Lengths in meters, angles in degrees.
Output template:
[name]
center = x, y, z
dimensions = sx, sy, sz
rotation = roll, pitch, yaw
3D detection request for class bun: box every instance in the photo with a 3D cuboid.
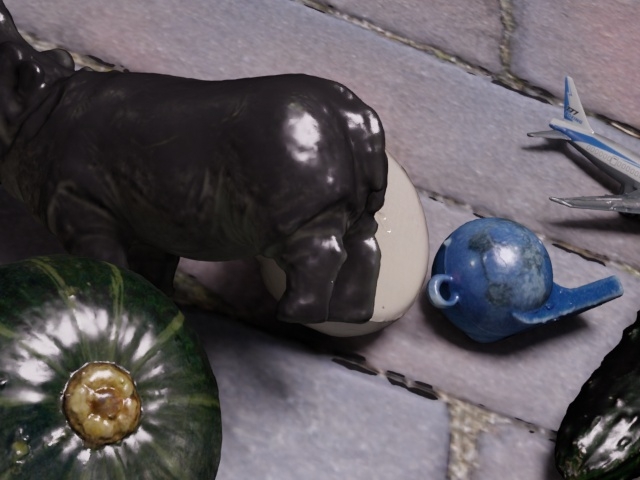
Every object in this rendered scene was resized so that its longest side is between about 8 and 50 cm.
[bun]
center = 0.000, 0.000, 0.934
dimensions = 0.138, 0.094, 0.138
rotation = 23, 57, -41

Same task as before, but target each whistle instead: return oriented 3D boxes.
[whistle]
center = 0.130, 0.023, 0.979
dimensions = 0.158, 0.090, 0.090
rotation = -14, 51, -40

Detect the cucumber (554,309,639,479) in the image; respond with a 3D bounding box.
[cucumber]
center = 0.236, 0.079, 0.975
dimensions = 0.081, 0.072, 0.303
rotation = -9, 21, 32

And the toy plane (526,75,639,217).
[toy plane]
center = 0.274, -0.046, 1.166
dimensions = 0.226, 0.058, 0.226
rotation = 42, 38, 17

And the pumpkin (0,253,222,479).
[pumpkin]
center = -0.131, 0.087, 0.710
dimensions = 0.167, 0.167, 0.125
rotation = -2, 0, -31

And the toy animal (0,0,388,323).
[toy animal]
center = -0.123, -0.044, 0.848
dimensions = 0.343, 0.168, 0.106
rotation = 18, 3, 21
